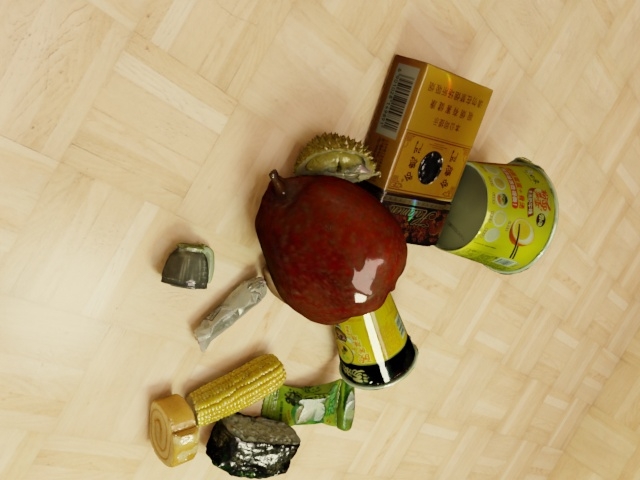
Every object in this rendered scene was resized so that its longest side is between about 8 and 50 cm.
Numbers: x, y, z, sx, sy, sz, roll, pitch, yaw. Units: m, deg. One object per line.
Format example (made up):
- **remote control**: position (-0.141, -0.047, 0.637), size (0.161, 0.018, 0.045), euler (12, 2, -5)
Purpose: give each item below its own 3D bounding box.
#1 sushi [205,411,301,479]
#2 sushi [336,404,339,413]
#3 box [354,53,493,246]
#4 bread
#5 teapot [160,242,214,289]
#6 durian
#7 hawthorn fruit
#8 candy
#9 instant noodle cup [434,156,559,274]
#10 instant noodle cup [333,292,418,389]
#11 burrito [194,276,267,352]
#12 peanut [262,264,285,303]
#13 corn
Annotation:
- **sushi**: position (-0.163, 0.498, 1.622), size (0.225, 0.124, 0.127), euler (19, 103, -32)
- **sushi**: position (0.028, 0.436, 1.823), size (0.055, 0.052, 0.120), euler (-36, 130, 0)
- **box**: position (0.226, -0.196, 1.597), size (0.264, 0.116, 0.415), euler (6, 108, -44)
- **bread**: position (-0.312, 0.411, 1.458), size (0.073, 0.122, 0.149), euler (-13, 122, -40)
- **teapot**: position (-0.262, 0.048, 1.344), size (0.092, 0.124, 0.091), euler (11, 90, -2)
- **durian**: position (0.051, -0.176, 1.441), size (0.208, 0.146, 0.102), euler (13, 62, -27)
- **hawthorn fruit**: position (0.012, 0.017, 1.398), size (0.324, 0.308, 0.308), euler (22, 100, -3)
- **candy**: position (-0.034, 0.422, 1.731), size (0.246, 0.069, 0.149), euler (0, 105, -19)
- **instant noodle cup**: position (0.418, -0.076, 1.727), size (0.221, 0.311, 0.311), euler (8, 107, -35)
- **instant noodle cup**: position (0.123, 0.220, 1.690), size (0.215, 0.215, 0.236), euler (-32, 123, -24)
- **burrito**: position (-0.196, 0.154, 1.464), size (0.203, 0.064, 0.064), euler (-42, 134, -13)
- **peanut**: position (-0.078, 0.100, 1.524), size (0.076, 0.076, 0.152), euler (-52, 132, -5)
- **corn**: position (-0.190, 0.342, 1.547), size (0.244, 0.093, 0.093), euler (-25, 127, -30)
